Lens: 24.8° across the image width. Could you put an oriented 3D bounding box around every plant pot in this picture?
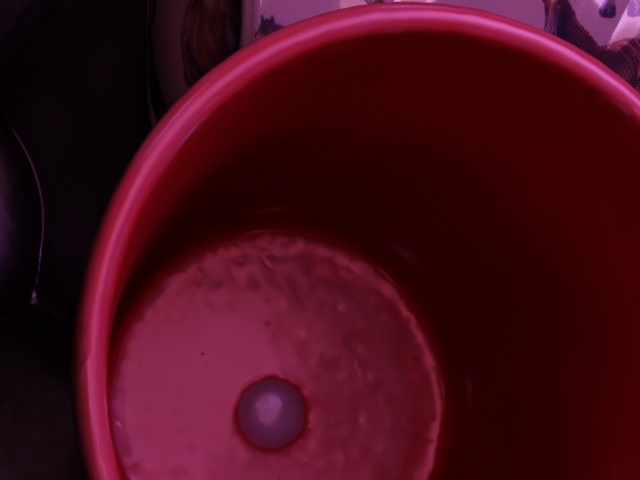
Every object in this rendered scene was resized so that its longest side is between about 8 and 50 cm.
[{"bbox_3d":[0.010,0.066,0.621,0.275,0.243,0.275,3,80,-18],"label":"plant pot"}]

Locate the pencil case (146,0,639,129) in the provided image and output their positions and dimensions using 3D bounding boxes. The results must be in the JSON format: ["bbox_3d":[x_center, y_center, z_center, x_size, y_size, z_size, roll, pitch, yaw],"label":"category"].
[{"bbox_3d":[0.111,-0.134,0.779,0.410,0.160,0.183,-4,87,-20],"label":"pencil case"}]
